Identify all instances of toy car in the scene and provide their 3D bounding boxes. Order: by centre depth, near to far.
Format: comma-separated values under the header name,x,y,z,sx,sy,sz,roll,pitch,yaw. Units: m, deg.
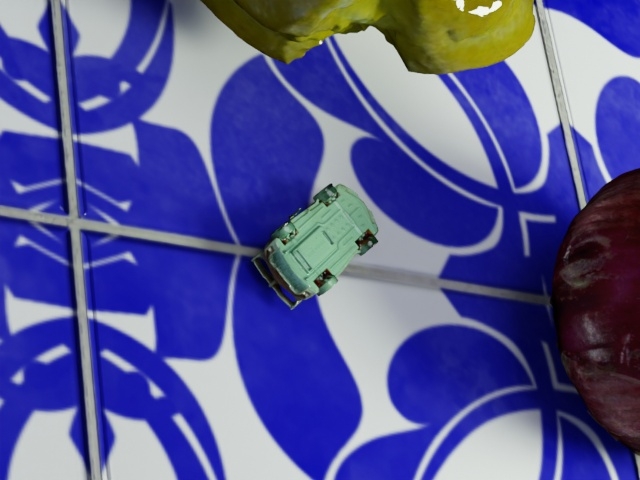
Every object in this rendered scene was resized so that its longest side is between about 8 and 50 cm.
name,x,y,z,sx,sy,sz,roll,pitch,yaw
toy car,0.000,0.000,1.344,0.059,0.035,0.122,51,37,-3

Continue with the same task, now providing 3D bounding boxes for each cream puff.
name,x,y,z,sx,sy,sz,roll,pitch,yaw
cream puff,-0.005,-0.289,1.370,0.378,0.276,0.378,56,23,-38

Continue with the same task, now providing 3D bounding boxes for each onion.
name,x,y,z,sx,sy,sz,roll,pitch,yaw
onion,0.291,0.061,1.432,0.246,0.190,0.246,11,74,-44
